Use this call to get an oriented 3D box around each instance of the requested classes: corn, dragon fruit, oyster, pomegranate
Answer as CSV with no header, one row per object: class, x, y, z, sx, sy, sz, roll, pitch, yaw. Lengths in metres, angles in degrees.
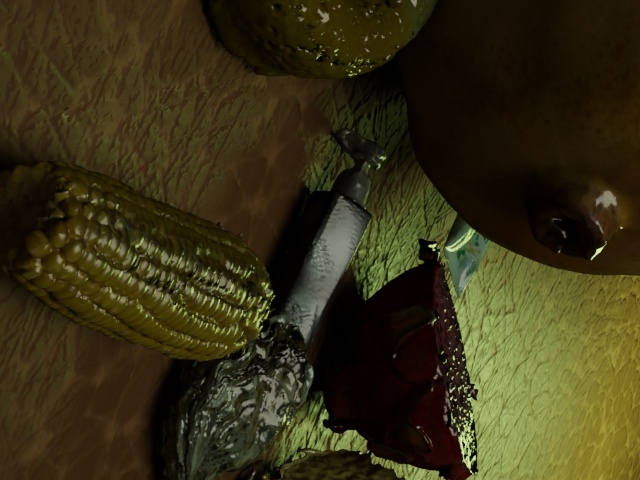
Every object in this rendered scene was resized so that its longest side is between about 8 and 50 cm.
corn,-0.127,0.023,1.042,0.318,0.115,0.115,26,85,-63
dragon fruit,0.071,0.138,1.469,0.218,0.148,0.223,-86,161,-48
oyster,-0.077,0.144,1.239,0.177,0.064,0.125,-40,125,-16
pomegranate,0.259,-0.151,1.314,0.417,0.417,0.416,-40,140,-44

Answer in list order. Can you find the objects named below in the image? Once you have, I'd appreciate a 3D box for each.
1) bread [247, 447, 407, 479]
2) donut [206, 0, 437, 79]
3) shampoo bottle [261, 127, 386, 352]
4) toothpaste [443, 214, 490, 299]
bread,-0.014,0.303,1.383,0.261,0.160,0.147,-21,132,-63
donut,0.022,-0.243,1.141,0.272,0.107,0.272,-36,136,-45
shampoo bottle,0.001,0.000,1.312,0.063,0.057,0.207,32,76,-31
toothpaste,0.192,-0.066,1.586,0.296,0.048,0.074,-60,145,-36
